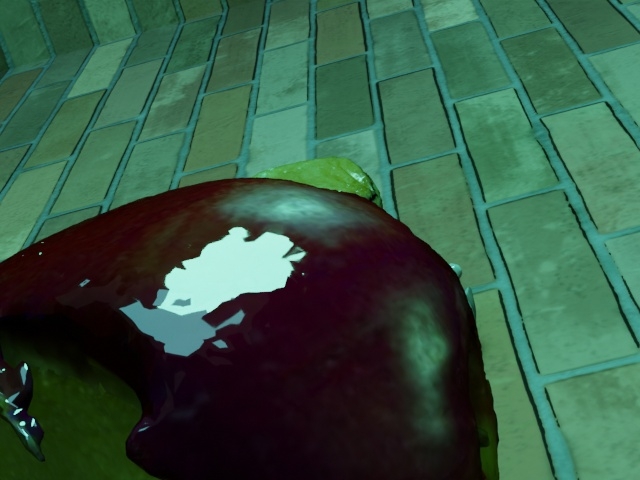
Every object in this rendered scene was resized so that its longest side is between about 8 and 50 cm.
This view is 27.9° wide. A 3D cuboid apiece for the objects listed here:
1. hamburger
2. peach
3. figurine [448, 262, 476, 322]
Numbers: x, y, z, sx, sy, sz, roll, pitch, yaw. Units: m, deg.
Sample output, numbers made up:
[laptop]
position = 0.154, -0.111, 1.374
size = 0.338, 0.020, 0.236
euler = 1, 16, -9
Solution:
[hamburger]
position = 0.000, 0.000, 1.336
size = 0.159, 0.131, 0.185
euler = -11, 28, -8
[peach]
position = -0.094, 0.145, 0.799
size = 0.417, 0.339, 0.353
euler = -14, 9, 11
[figurine]
position = 0.102, 0.064, 1.158
size = 0.082, 0.094, 0.086
euler = 35, 10, 17
